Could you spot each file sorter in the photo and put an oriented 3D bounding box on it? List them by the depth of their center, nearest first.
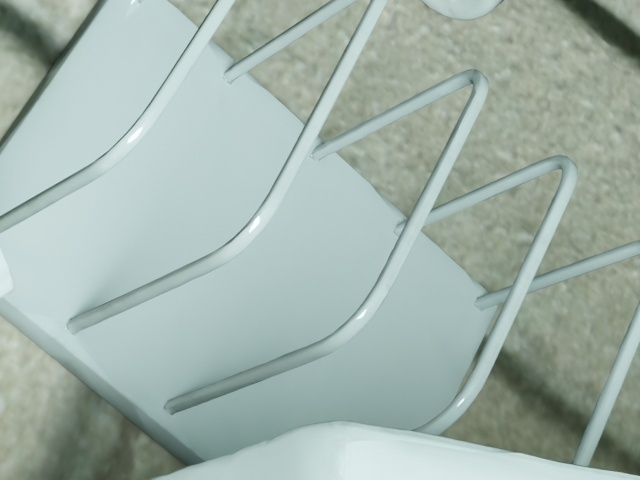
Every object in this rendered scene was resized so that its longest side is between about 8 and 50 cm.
[{"bbox_3d":[0.000,0.000,0.949,0.277,0.173,0.193,41,55,-18],"label":"file sorter"}]

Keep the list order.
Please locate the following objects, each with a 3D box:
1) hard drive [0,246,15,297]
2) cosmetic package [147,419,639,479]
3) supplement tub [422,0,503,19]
[{"bbox_3d":[-0.307,0.002,0.697,0.353,0.047,0.233,-31,116,-23],"label":"hard drive"},{"bbox_3d":[0.040,0.309,0.775,0.327,0.329,0.394,14,67,-33],"label":"cosmetic package"},{"bbox_3d":[0.102,-0.181,1.147,0.107,0.071,0.071,-41,101,-37],"label":"supplement tub"}]
